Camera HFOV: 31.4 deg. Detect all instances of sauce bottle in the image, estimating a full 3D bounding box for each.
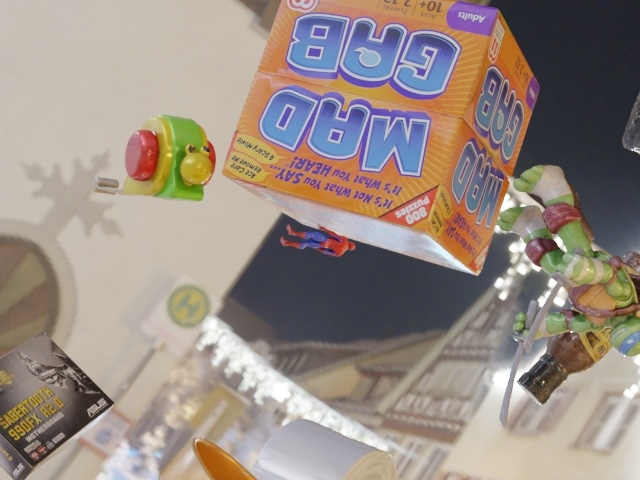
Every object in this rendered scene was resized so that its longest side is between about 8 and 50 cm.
[{"bbox_3d":[0.524,0.176,2.213,0.111,0.344,0.111,43,-2,2],"label":"sauce bottle"}]

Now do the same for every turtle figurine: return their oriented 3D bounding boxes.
[{"bbox_3d":[0.292,0.051,1.487,0.198,0.275,0.266,49,16,-56],"label":"turtle figurine"}]

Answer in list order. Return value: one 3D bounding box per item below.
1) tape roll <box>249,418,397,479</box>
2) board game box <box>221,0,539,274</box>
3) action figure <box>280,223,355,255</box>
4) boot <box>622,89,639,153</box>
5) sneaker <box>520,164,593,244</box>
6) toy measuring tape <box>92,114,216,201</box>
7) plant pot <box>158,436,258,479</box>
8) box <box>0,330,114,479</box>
[{"bbox_3d":[-0.001,0.450,1.977,0.169,0.246,0.246,17,-20,32],"label":"tape roll"},{"bbox_3d":[0.115,-0.187,1.894,0.356,0.356,0.356,17,-6,24],"label":"board game box"},{"bbox_3d":[0.000,0.000,1.646,0.115,0.038,0.030,12,28,-27],"label":"action figure"},{"bbox_3d":[0.649,-0.110,1.467,0.445,0.146,0.367,21,-1,-2],"label":"boot"},{"bbox_3d":[0.451,-0.072,2.099,0.188,0.071,0.066,52,-22,23],"label":"sneaker"},{"bbox_3d":[-0.233,-0.115,1.576,0.121,0.121,0.330,41,-18,-27],"label":"toy measuring tape"},{"bbox_3d":[-0.132,0.351,1.232,0.205,0.188,0.205,45,-1,1],"label":"plant pot"},{"bbox_3d":[-0.479,0.272,1.893,0.183,0.056,0.231,45,32,5],"label":"box"}]
